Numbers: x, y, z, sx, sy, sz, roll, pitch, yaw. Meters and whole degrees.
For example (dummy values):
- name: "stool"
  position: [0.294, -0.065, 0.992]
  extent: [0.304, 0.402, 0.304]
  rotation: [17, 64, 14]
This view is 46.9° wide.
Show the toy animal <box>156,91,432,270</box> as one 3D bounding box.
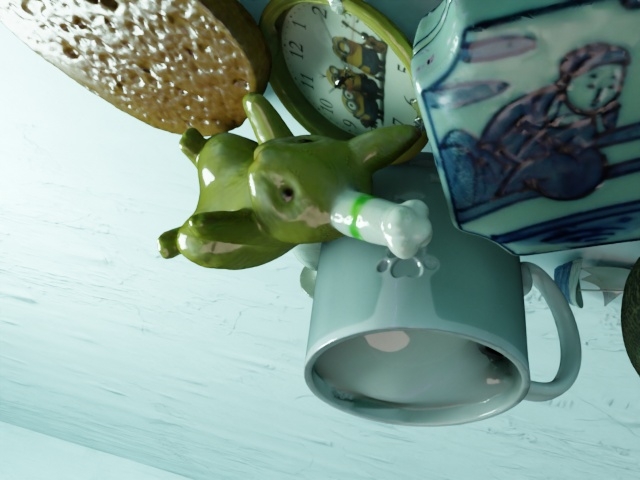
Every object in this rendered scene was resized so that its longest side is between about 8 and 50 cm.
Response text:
- name: "toy animal"
  position: [-0.038, -0.061, 0.816]
  extent: [0.180, 0.181, 0.363]
  rotation: [26, 158, -29]

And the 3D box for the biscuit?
- name: "biscuit"
  position: [-0.228, -0.277, 0.845]
  extent: [0.394, 0.070, 0.350]
  rotation: [39, 149, -21]

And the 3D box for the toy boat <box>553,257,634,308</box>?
- name: "toy boat"
  position: [0.387, 0.056, 1.007]
  extent: [0.149, 0.034, 0.105]
  rotation: [-13, 134, 41]

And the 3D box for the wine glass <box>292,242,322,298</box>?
- name: "wine glass"
  position: [0.000, 0.000, 1.093]
  extent: [0.093, 0.093, 0.202]
  rotation: [12, 144, 14]

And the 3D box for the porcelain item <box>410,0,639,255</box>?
- name: "porcelain item"
  position: [0.238, -0.128, 0.674]
  extent: [0.282, 0.157, 0.285]
  rotation: [-8, 131, 16]

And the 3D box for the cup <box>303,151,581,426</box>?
- name: "cup"
  position: [0.167, 0.066, 0.924]
  extent: [0.357, 0.274, 0.259]
  rotation: [16, 144, -14]

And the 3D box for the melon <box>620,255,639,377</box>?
- name: "melon"
  position: [0.493, 0.111, 0.844]
  extent: [0.329, 0.248, 0.249]
  rotation: [36, 143, -25]

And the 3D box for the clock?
- name: "clock"
  position: [0.034, -0.188, 0.826]
  extent: [0.237, 0.057, 0.237]
  rotation: [30, 152, 18]
